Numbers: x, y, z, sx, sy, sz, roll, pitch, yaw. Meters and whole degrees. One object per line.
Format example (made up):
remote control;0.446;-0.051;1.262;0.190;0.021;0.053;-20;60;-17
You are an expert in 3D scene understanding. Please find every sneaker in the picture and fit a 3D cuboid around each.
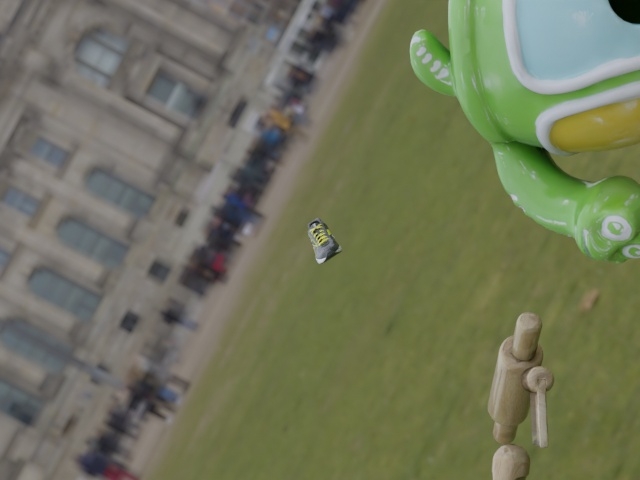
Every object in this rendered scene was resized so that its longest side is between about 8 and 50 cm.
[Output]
sneaker;0.000;0.000;1.831;0.031;0.035;0.083;-32;16;0

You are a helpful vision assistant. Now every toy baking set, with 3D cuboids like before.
toy baking set;0.123;0.173;1.099;0.256;0.030;0.197;91;-174;-60

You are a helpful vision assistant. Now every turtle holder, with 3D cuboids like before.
turtle holder;0.218;-0.166;1.339;0.243;0.227;0.320;37;-112;-51
